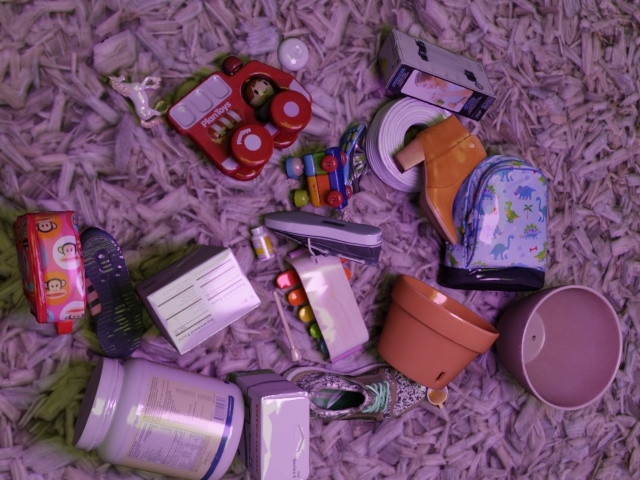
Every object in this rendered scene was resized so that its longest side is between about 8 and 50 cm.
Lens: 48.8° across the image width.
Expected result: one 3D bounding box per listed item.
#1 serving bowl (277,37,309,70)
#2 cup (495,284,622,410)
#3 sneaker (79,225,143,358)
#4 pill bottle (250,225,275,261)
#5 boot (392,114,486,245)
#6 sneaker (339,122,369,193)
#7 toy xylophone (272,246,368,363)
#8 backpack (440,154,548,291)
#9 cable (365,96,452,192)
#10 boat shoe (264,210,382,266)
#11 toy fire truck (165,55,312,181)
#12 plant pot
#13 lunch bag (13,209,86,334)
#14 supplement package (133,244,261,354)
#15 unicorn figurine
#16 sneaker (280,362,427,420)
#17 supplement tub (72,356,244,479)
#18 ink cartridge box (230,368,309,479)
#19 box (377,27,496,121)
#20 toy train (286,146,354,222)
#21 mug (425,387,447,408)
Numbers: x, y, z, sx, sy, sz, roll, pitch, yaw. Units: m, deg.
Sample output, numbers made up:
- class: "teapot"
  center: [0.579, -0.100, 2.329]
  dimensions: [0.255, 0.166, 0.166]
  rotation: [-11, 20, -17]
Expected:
- class: "serving bowl"
  center: [-0.065, -0.473, 1.781]
  dimensions: [0.083, 0.027, 0.083]
  rotation: [0, 90, -22]
- class: "cup"
  center: [0.620, 0.278, 1.952]
  dimensions: [0.331, 0.237, 0.331]
  rotation: [-1, 92, -22]
- class: "sneaker"
  center: [-0.478, 0.113, 1.599]
  dimensions: [0.112, 0.131, 0.318]
  rotation: [-14, 119, -24]
- class: "pill bottle"
  center: [-0.146, 0.007, 1.751]
  dimensions: [0.043, 0.043, 0.083]
  rotation: [-21, 99, -20]
- class: "boot"
  center: [0.341, -0.157, 1.800]
  dimensions: [0.211, 0.104, 0.295]
  rotation: [-31, 94, -6]
- class: "sneaker"
  center: [0.089, -0.211, 1.832]
  dimensions: [0.078, 0.067, 0.188]
  rotation: [8, 93, -29]
- class: "toy xylophone"
  center: [-0.005, 0.167, 1.788]
  dimensions: [0.236, 0.081, 0.322]
  rotation: [-16, 97, -20]
- class: "backpack"
  center: [0.480, -0.052, 1.903]
  dimensions: [0.290, 0.273, 0.355]
  rotation: [5, 76, -9]
- class: "cable"
  center: [0.251, -0.255, 1.875]
  dimensions: [0.257, 0.089, 0.257]
  rotation: [42, 77, -17]
- class: "boat shoe"
  center: [0.002, -0.001, 1.716]
  dimensions: [0.306, 0.113, 0.104]
  rotation: [10, 110, 17]
- class: "toy fire truck"
  center: [-0.179, -0.304, 1.675]
  dimensions: [0.254, 0.169, 0.302]
  rotation: [46, 74, -4]
- class: "plant pot"
  center: [0.279, 0.245, 1.812]
  dimensions: [0.291, 0.291, 0.203]
  rotation: [28, 97, -19]
- class: "lunch bag"
  center: [-0.555, 0.067, 1.462]
  dimensions: [0.120, 0.293, 0.258]
  rotation: [-9, 94, -26]
- class: "supplement package"
  center: [-0.284, 0.123, 1.582]
  dimensions: [0.204, 0.262, 0.145]
  rotation: [-32, 101, -17]
- class: "unicorn figurine"
  center: [-0.416, -0.336, 1.630]
  dimensions: [0.111, 0.060, 0.161]
  rotation: [-26, 98, -23]
- class: "sneaker"
  center: [0.104, 0.402, 1.782]
  dimensions: [0.411, 0.182, 0.158]
  rotation: [1, 90, -22]
- class: "supplement tub"
  center: [-0.358, 0.396, 1.574]
  dimensions: [0.325, 0.235, 0.235]
  rotation: [20, 84, -20]
- class: "ink cartridge box"
  center: [-0.124, 0.426, 1.645]
  dimensions: [0.115, 0.273, 0.198]
  rotation: [-1, 91, -21]
- class: "box"
  center: [0.302, -0.434, 1.849]
  dimensions: [0.290, 0.087, 0.169]
  rotation: [14, 44, -22]
- class: "toy train"
  center: [0.000, -0.103, 1.768]
  dimensions: [0.143, 0.105, 0.247]
  rotation: [-5, 102, 19]
- class: "mug"
  center: [0.303, 0.417, 1.923]
  dimensions: [0.062, 0.064, 0.078]
  rotation: [7, 89, -22]
